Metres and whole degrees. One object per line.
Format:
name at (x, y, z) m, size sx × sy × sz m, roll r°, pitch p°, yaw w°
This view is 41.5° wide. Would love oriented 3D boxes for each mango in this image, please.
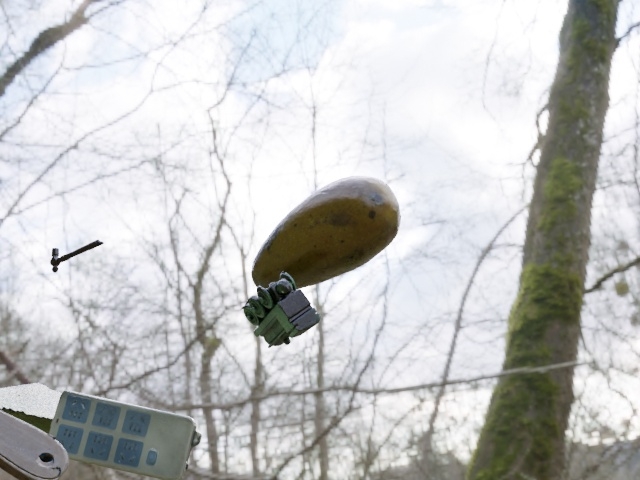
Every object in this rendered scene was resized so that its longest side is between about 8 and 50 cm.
mango at (-0.003, -0.004, 1.546) m, size 0.329 × 0.176 × 0.176 m, roll -25°, pitch -37°, yaw 20°

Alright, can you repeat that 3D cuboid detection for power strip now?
power strip at (-0.248, 0.245, 1.054) m, size 0.192 × 0.081 × 0.035 m, roll 11°, pitch -18°, yaw 5°

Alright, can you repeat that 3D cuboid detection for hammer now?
hammer at (-0.611, 0.026, 2.111) m, size 0.178 × 0.065 × 0.021 m, roll -21°, pitch -24°, yaw 27°

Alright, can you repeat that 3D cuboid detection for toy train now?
toy train at (-0.071, 0.125, 1.428) m, size 0.071 × 0.111 × 0.170 m, roll -30°, pitch -11°, yaw -29°

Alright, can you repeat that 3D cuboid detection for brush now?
brush at (-0.372, 0.122, 0.781) m, size 0.327 × 0.070 × 0.065 m, roll 35°, pitch -62°, yaw -8°

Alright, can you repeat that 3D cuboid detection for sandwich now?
sandwich at (-0.600, 0.336, 1.697) m, size 0.245 × 0.063 × 0.212 m, roll 16°, pitch 3°, yaw -9°
